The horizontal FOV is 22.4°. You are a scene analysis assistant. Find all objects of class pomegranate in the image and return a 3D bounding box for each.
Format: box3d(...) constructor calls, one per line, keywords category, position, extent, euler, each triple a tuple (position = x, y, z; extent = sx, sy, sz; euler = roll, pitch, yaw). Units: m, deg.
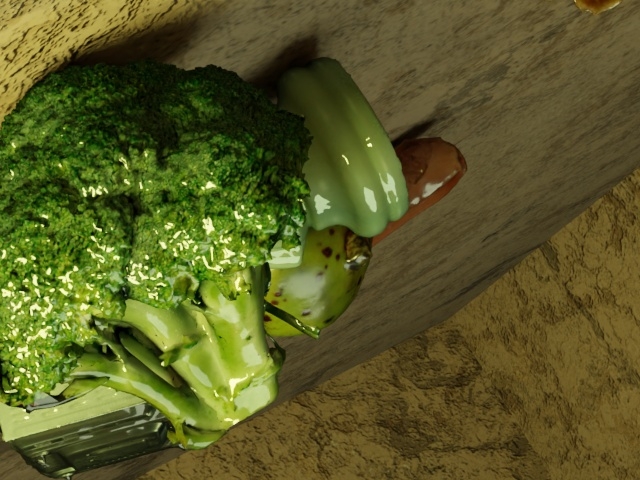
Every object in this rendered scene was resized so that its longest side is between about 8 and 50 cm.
box3d(category="pomegranate", position=(-0.050, 0.003, 1.651), extent=(0.198, 0.198, 0.246), euler=(-27, -179, -25))

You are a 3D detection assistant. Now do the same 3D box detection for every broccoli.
box3d(category="broccoli", position=(-0.120, 0.002, 1.169), extent=(0.303, 0.283, 0.321), euler=(-22, -156, 19))

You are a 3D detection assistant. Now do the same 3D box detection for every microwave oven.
box3d(category="microwave oven", position=(-0.217, 0.129, 1.625), extent=(0.237, 0.181, 0.295), euler=(-16, 168, -7))

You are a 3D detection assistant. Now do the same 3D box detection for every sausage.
box3d(category="sausage", position=(0.000, 0.000, 2.025), extent=(0.419, 0.094, 0.094), euler=(-35, -161, 15))

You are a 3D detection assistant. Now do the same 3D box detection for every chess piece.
box3d(category="chess piece", position=(-0.082, -0.029, 1.446), extent=(0.298, 0.176, 0.176), euler=(-28, 169, -8))

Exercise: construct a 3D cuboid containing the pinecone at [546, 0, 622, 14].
box3d(category="pinecone", position=(0.188, -0.246, 1.121), extent=(0.179, 0.204, 0.184), euler=(-34, 154, -7))
